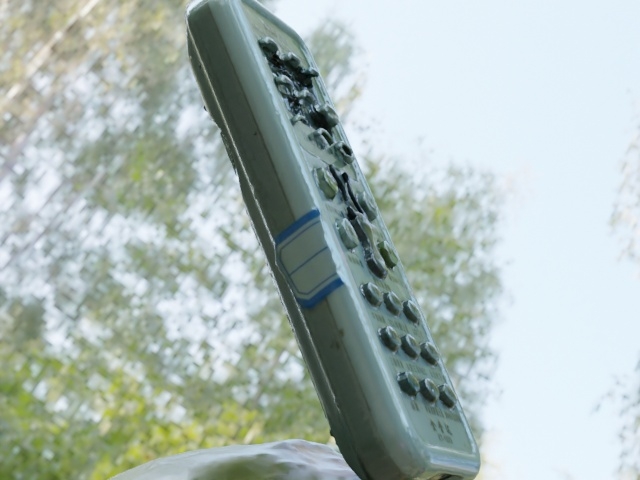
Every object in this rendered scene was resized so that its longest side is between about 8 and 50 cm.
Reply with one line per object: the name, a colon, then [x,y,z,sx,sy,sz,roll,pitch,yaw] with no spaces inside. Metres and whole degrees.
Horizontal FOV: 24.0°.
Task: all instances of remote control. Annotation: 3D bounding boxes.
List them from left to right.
remote control: [0.000,0.000,0.931,0.065,0.335,0.128,-29,-23,19]

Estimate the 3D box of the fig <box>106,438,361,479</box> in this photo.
fig: [-0.075,0.287,0.969,0.343,0.343,0.343,20,-38,17]
